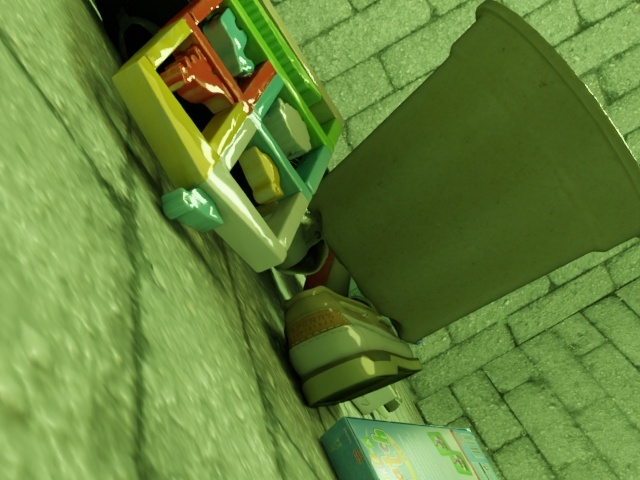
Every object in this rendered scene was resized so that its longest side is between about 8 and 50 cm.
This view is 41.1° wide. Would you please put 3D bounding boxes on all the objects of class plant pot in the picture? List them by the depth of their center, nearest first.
[{"bbox_3d":[0.164,-0.051,0.999,0.334,0.305,0.334,53,6,-8],"label":"plant pot"}]

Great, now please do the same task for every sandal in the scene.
[{"bbox_3d":[-0.137,-0.156,0.823,0.254,0.097,0.054,59,28,-7],"label":"sandal"}]

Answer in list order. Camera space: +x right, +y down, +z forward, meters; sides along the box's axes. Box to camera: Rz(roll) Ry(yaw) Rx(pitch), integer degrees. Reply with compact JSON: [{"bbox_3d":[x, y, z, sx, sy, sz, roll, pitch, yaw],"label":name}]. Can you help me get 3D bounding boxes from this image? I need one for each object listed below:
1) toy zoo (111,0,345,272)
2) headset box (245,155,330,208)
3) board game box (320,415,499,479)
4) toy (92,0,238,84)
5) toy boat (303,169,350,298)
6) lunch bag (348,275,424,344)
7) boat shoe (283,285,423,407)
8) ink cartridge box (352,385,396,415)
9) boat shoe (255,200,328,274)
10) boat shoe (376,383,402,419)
[{"bbox_3d":[-0.067,-0.105,0.722,0.192,0.030,0.293,56,30,-22],"label":"toy zoo"},{"bbox_3d":[-0.131,-0.210,1.101,0.246,0.131,0.283,61,2,40],"label":"headset box"},{"bbox_3d":[0.107,0.238,0.761,0.211,0.039,0.160,20,33,-48],"label":"board game box"},{"bbox_3d":[-0.116,-0.184,0.876,0.237,0.137,0.056,61,23,-12],"label":"toy"},{"bbox_3d":[0.000,0.000,1.350,0.151,0.151,0.231,65,28,-63],"label":"toy boat"},{"bbox_3d":[0.129,0.045,1.329,0.303,0.115,0.243,46,55,-70],"label":"lunch bag"},{"bbox_3d":[0.034,0.109,0.896,0.302,0.113,0.103,50,16,-75],"label":"boat shoe"},{"bbox_3d":[0.048,0.170,1.227,0.135,0.056,0.099,61,1,32],"label":"ink cartridge box"},{"bbox_3d":[-0.034,0.002,1.091,0.096,0.098,0.277,61,11,3],"label":"boat shoe"},{"bbox_3d":[0.084,0.184,1.471,0.109,0.091,0.305,59,2,-32],"label":"boat shoe"}]
